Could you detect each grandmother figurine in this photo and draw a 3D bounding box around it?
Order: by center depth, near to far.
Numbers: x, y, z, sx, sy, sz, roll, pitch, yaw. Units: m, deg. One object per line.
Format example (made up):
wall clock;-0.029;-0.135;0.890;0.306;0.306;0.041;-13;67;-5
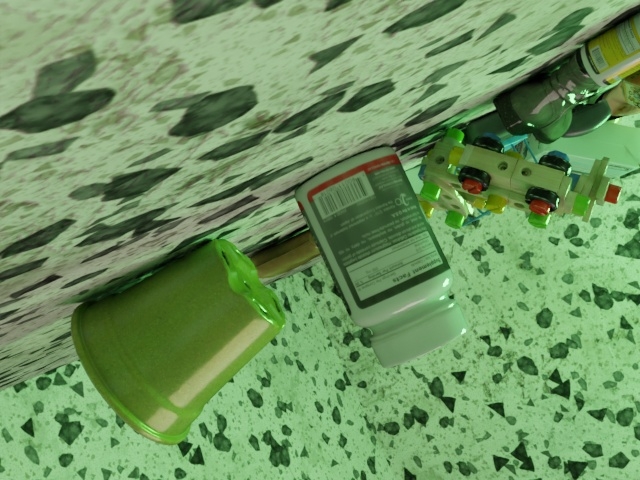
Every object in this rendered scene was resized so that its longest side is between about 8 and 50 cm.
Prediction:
grandmother figurine;0.646;-0.297;1.767;0.207;0.104;0.342;-5;175;4

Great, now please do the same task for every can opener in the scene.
can opener;0.372;-0.197;1.377;0.283;0.095;0.076;-24;176;-16

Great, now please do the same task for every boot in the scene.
boot;0.374;-0.215;1.208;0.161;0.083;0.246;-29;170;33
boot;0.000;0.000;1.874;0.269;0.089;0.236;-28;165;39

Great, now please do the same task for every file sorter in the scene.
file sorter;0.303;-0.106;1.464;0.170;0.104;0.118;-23;173;-39

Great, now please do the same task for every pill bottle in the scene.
pill bottle;0.397;-0.248;1.033;0.116;0.065;0.065;-27;176;40
pill bottle;0.090;0.024;1.165;0.161;0.283;0.161;-25;177;-1

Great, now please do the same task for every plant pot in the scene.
plant pot;-0.205;0.139;1.301;0.254;0.276;0.276;-37;175;7

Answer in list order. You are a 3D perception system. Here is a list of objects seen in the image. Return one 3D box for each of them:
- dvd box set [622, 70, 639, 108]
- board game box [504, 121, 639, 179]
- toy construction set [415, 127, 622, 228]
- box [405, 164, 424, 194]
dvd box set;0.789;-0.264;1.409;0.307;0.062;0.420;-29;-145;-11
board game box;0.568;-0.197;1.889;0.224;0.097;0.303;11;171;-7
toy construction set;0.296;-0.081;1.263;0.327;0.151;0.215;5;161;16
box;0.142;-0.073;1.655;0.170;0.091;0.130;-23;176;-25
